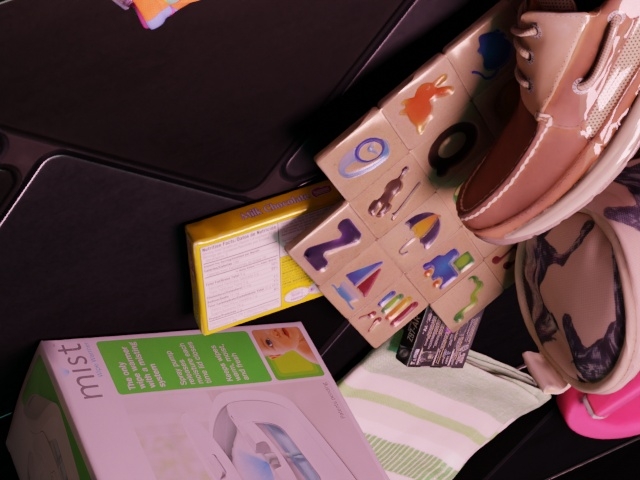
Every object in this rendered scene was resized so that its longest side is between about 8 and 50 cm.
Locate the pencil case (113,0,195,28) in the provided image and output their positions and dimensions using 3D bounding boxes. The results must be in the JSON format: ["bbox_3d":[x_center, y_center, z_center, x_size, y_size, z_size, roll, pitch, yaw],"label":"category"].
[{"bbox_3d":[-0.029,-0.207,0.766,0.236,0.104,0.104,-32,143,0],"label":"pencil case"}]

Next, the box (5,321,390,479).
[{"bbox_3d":[-0.080,0.200,1.061,0.231,0.262,0.126,-1,133,-32],"label":"box"}]

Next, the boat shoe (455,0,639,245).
[{"bbox_3d":[0.183,-0.136,0.961,0.116,0.123,0.324,30,117,-15],"label":"boat shoe"}]

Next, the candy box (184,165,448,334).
[{"bbox_3d":[0.000,0.000,1.079,0.206,0.027,0.105,-18,137,-16],"label":"candy box"}]

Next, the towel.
[{"bbox_3d":[0.040,0.220,1.351,0.325,0.038,0.248,-45,140,19],"label":"towel"}]

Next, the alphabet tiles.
[{"bbox_3d":[0.139,-0.063,1.083,0.342,0.011,0.285,-40,142,1],"label":"alphabet tiles"}]

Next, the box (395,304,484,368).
[{"bbox_3d":[0.105,0.067,1.211,0.067,0.018,0.083,5,110,-38],"label":"box"}]

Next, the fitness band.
[{"bbox_3d":[0.364,0.115,1.388,0.209,0.054,0.291,7,142,-46],"label":"fitness band"}]

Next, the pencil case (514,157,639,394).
[{"bbox_3d":[0.347,-0.001,1.175,0.410,0.160,0.183,-17,126,-26],"label":"pencil case"}]
